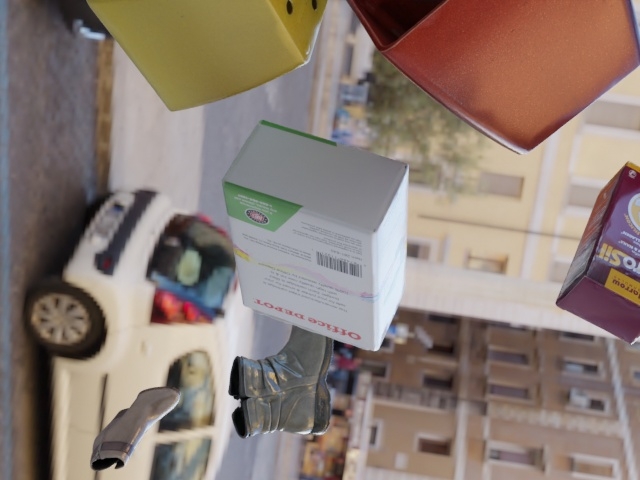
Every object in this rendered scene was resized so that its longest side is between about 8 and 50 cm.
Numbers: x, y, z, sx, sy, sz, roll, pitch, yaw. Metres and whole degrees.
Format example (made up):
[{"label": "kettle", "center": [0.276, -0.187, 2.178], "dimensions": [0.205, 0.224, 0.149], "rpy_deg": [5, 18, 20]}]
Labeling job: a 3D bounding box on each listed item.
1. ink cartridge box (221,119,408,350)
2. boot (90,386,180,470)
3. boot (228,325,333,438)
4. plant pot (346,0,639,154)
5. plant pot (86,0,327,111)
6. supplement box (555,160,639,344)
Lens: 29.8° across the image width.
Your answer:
[{"label": "ink cartridge box", "center": [0.000, 0.000, 1.536], "dimensions": [0.278, 0.201, 0.117], "rpy_deg": [86, 27, -55]}, {"label": "boot", "center": [-0.215, 0.221, 1.384], "dimensions": [0.118, 0.042, 0.087], "rpy_deg": [-31, -155, 34]}, {"label": "boot", "center": [-0.066, 0.197, 1.943], "dimensions": [0.083, 0.161, 0.246], "rpy_deg": [-28, -121, 58]}, {"label": "plant pot", "center": [0.213, -0.261, 1.383], "dimensions": [0.236, 0.267, 0.267], "rpy_deg": [46, 12, -27]}, {"label": "plant pot", "center": [-0.105, -0.290, 1.359], "dimensions": [0.212, 0.187, 0.212], "rpy_deg": [56, 43, -51]}, {"label": "supplement box", "center": [0.366, 0.013, 1.430], "dimensions": [0.188, 0.104, 0.081], "rpy_deg": [-62, 180, -32]}]
